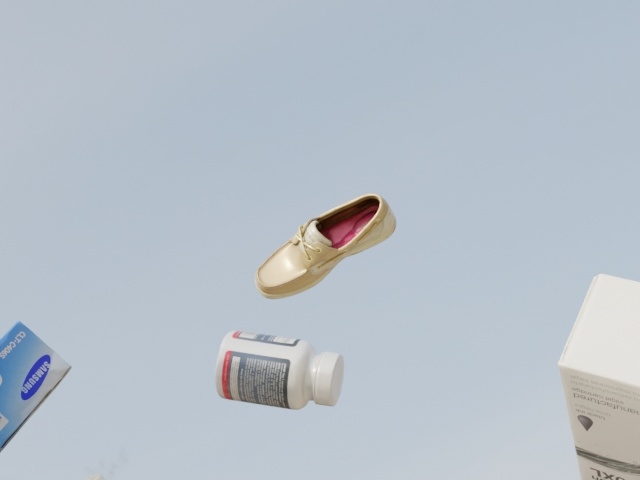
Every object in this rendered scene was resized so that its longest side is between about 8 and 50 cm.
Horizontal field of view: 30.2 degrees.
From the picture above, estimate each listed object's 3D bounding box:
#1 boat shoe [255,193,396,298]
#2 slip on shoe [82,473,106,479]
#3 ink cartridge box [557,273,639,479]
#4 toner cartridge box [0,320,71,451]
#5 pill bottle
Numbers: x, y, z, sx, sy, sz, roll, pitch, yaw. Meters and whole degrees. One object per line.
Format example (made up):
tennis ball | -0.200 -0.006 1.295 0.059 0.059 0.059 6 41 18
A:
boat shoe | 0.000 0.000 1.269 0.170 0.063 0.059 -32 -29 -5
slip on shoe | -0.406 0.450 1.596 0.331 0.101 0.123 -35 6 -19
ink cartridge box | 0.306 0.150 0.993 0.100 0.171 0.237 -60 -32 -28
toner cartridge box | -0.398 0.231 1.208 0.348 0.075 0.165 -41 10 40
pill bottle | -0.060 0.201 1.808 0.180 0.108 0.108 7 -27 15
